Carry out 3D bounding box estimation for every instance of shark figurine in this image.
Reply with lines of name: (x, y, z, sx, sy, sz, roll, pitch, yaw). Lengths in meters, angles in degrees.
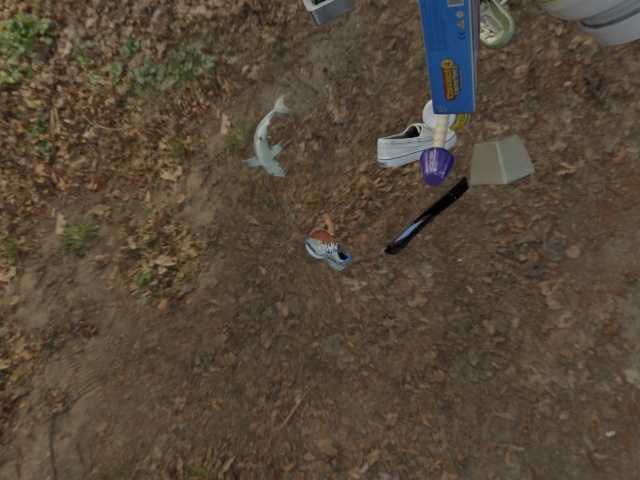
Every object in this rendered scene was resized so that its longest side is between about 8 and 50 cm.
shark figurine: (-0.192, -0.355, 1.791, 0.166, 0.116, 0.278, -4, 121, -23)

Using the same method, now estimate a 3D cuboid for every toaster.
toaster: (0.011, -0.860, 1.822, 0.186, 0.110, 0.168, -19, 79, 13)

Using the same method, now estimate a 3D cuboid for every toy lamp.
toy lamp: (0.282, -0.244, 1.228, 0.080, 0.080, 0.274, 18, 60, -3)

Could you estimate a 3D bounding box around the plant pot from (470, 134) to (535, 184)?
plant pot: (0.420, -0.192, 1.240, 0.109, 0.109, 0.096, -22, 105, -27)

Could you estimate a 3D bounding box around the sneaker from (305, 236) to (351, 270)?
sneaker: (0.023, 0.024, 1.351, 0.135, 0.058, 0.052, 30, 45, -26)

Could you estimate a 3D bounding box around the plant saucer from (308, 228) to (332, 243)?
plant saucer: (0.000, 0.000, 1.814, 0.083, 0.013, 0.083, 1, 104, 3)

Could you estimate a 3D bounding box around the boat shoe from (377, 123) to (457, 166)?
boat shoe: (0.264, -0.277, 1.440, 0.267, 0.096, 0.088, -20, 116, -21)

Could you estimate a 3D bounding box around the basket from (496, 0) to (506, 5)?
basket: (0.532, -0.796, 1.693, 0.167, 0.113, 0.103, -34, 91, -43)

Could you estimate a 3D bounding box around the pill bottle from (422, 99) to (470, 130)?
pill bottle: (0.450, -0.440, 1.842, 0.117, 0.215, 0.117, 9, 107, 33)

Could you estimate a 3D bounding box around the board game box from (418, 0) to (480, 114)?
board game box: (0.264, -0.467, 1.041, 0.086, 0.308, 0.302, 1, 59, 19)

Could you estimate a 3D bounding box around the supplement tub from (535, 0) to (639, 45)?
supplement tub: (0.288, -0.400, 0.570, 0.325, 0.235, 0.235, 36, 87, -17)

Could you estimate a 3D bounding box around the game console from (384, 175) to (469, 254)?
game console: (0.343, -0.071, 1.720, 0.044, 0.213, 0.361, 48, 55, 3)

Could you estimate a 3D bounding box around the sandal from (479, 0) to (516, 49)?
sandal: (0.379, -0.611, 1.361, 0.303, 0.086, 0.120, 50, 126, 27)
